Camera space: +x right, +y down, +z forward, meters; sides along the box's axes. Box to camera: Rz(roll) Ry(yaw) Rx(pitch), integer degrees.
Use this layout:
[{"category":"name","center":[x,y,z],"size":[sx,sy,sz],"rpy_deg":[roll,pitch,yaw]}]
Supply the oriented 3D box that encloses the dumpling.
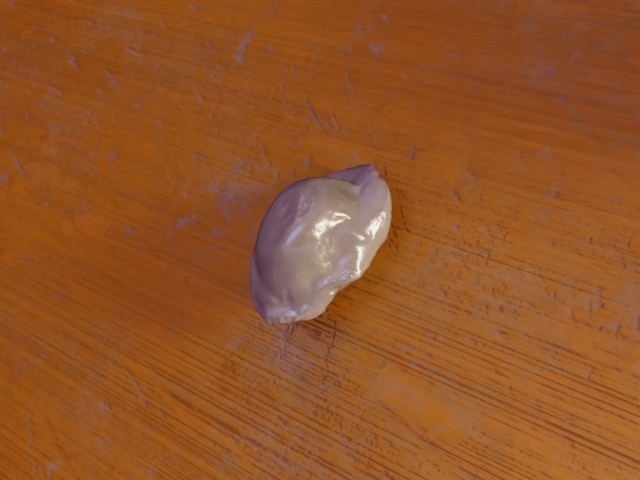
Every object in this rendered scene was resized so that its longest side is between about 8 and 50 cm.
[{"category":"dumpling","center":[0.000,0.000,1.216],"size":[0.162,0.132,0.250],"rpy_deg":[8,61,44]}]
